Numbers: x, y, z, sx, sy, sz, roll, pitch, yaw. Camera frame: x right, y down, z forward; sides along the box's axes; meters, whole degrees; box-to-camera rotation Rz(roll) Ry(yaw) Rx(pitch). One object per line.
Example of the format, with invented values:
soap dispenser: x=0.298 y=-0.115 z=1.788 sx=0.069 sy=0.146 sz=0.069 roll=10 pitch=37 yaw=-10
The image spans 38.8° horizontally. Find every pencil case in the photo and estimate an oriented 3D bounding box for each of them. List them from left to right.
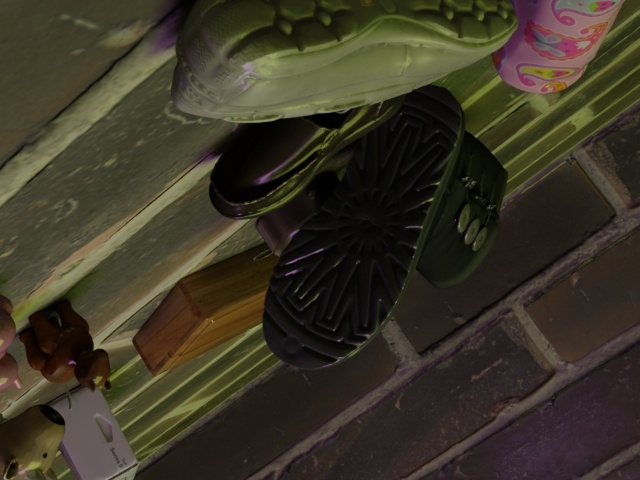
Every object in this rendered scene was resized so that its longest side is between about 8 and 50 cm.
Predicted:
pencil case: x=0.248 y=-0.250 z=0.880 sx=0.124 sy=0.124 sz=0.284 roll=-32 pitch=167 yaw=-12

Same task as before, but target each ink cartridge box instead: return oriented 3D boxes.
ink cartridge box: x=-0.374 y=0.335 z=1.489 sx=0.093 sy=0.154 sz=0.212 roll=-27 pitch=168 yaw=-24

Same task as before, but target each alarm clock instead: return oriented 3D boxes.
alarm clock: x=-0.029 y=-0.020 z=1.229 sx=0.192 sy=0.064 sz=0.129 roll=-39 pitch=169 yaw=38

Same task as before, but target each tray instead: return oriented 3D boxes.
tray: x=-0.078 y=0.068 z=1.424 sx=0.411 sy=0.076 sz=0.203 roll=-25 pitch=166 yaw=-42

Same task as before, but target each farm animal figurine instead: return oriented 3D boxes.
farm animal figurine: x=-0.358 y=0.199 z=0.906 sx=0.326 sy=0.172 sz=0.330 roll=-38 pitch=168 yaw=19

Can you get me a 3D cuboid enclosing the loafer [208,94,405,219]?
loafer: x=-0.022 y=-0.107 z=0.859 sx=0.220 sy=0.080 sz=0.078 roll=-39 pitch=159 yaw=1

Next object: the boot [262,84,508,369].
boot: x=0.113 y=0.010 z=1.228 sx=0.367 sy=0.146 sz=0.445 roll=-58 pitch=164 yaw=3

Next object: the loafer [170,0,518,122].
loafer: x=0.027 y=-0.157 z=0.696 sx=0.319 sy=0.112 sz=0.111 roll=-15 pitch=165 yaw=-38
